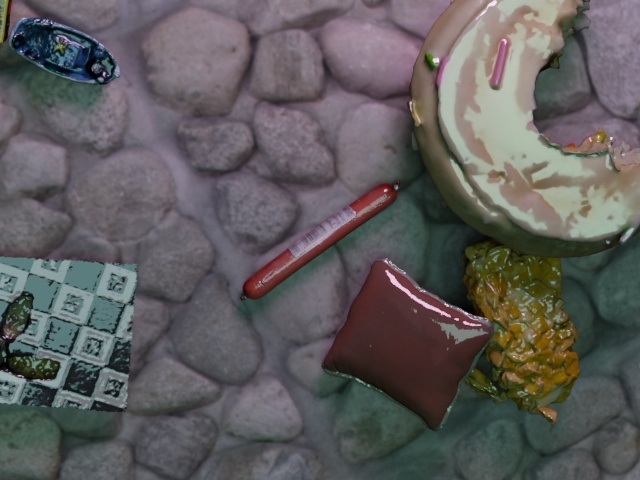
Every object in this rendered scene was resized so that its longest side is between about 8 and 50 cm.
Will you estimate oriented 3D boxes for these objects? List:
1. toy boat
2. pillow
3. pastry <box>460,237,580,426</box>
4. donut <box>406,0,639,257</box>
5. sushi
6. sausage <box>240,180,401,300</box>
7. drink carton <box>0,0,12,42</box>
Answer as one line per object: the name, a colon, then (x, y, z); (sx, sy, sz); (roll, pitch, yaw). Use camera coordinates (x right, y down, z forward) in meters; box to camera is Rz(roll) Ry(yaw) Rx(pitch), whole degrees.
toy boat: (-0.304, -0.224, 1.629); (0.137, 0.061, 0.060); (24, 97, -13)
pillow: (0.113, 0.132, 1.738); (0.179, 0.075, 0.171); (30, 108, 9)
pastry: (0.252, 0.115, 1.759); (0.154, 0.102, 0.250); (-14, 101, -17)
donut: (0.262, -0.153, 1.676); (0.307, 0.150, 0.371); (-26, 99, -3)
sushi: (-0.375, 0.112, 1.695); (0.279, 0.043, 0.192); (4, 97, -17)
sausage: (0.000, 0.000, 1.736); (0.253, 0.034, 0.034); (-35, 104, 0)
drink carton: (-0.448, -0.282, 1.600); (0.166, 0.056, 0.071); (9, 108, -10)
